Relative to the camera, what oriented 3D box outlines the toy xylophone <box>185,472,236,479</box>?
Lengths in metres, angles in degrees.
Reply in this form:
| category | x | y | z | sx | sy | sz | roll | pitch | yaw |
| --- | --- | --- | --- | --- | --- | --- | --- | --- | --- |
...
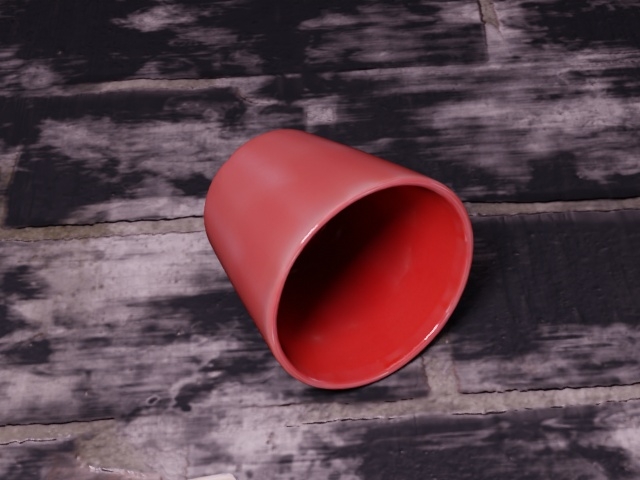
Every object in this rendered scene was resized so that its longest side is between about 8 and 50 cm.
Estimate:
| category | x | y | z | sx | sy | sz | roll | pitch | yaw |
| --- | --- | --- | --- | --- | --- | --- | --- | --- | --- |
| toy xylophone | -0.063 | 0.330 | 1.053 | 0.236 | 0.081 | 0.323 | -11 | 25 | -27 |

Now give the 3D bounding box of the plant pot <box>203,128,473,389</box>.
| category | x | y | z | sx | sy | sz | roll | pitch | yaw |
| --- | --- | --- | --- | --- | --- | --- | --- | --- | --- |
| plant pot | 0.000 | 0.000 | 1.350 | 0.275 | 0.275 | 0.243 | -25 | 39 | -22 |
